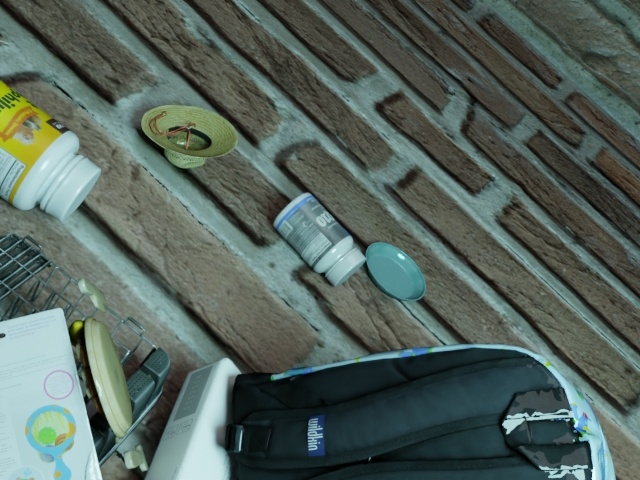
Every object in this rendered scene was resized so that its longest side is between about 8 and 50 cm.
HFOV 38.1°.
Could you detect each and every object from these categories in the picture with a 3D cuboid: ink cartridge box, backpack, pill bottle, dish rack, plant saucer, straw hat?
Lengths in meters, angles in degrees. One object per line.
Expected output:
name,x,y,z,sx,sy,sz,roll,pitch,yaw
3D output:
ink cartridge box,-0.082,0.317,0.991,0.261,0.066,0.296,52,29,-23
backpack,0.113,0.238,0.940,0.273,0.356,0.290,33,39,-46
pill bottle,0.000,0.000,1.407,0.137,0.078,0.078,47,35,9
dish rack,-0.307,0.116,1.000,0.271,0.074,0.208,39,33,1
plant saucer,0.117,0.055,1.506,0.119,0.021,0.119,25,38,-22
straw hat,-0.201,-0.143,1.392,0.145,0.061,0.144,12,37,-9
pill bottle,-0.383,-0.118,1.142,0.215,0.117,0.117,36,35,-6

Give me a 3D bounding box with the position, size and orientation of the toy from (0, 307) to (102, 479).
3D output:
toy,-0.283,0.196,0.869,0.137,0.056,0.237,-13,82,-14

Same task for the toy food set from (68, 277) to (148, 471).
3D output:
toy food set,-0.217,0.137,0.906,0.039,0.132,0.192,-17,78,-6
